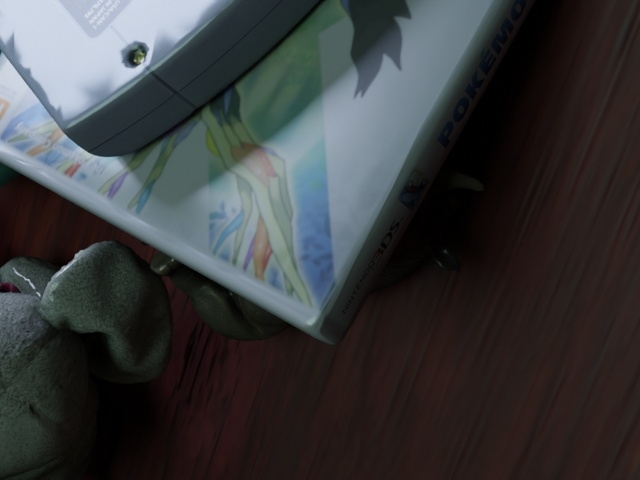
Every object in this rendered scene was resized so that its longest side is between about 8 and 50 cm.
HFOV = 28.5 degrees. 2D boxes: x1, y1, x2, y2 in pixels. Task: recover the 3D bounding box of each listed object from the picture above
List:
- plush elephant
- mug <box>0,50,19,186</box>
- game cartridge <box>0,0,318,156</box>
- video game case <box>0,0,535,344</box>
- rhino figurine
[{"bbox_3d":[-0.242,0.097,0.854,0.330,0.272,0.255,35,151,12],"label":"plush elephant"},{"bbox_3d":[-0.263,-0.090,0.954,0.158,0.097,0.129,24,64,39],"label":"mug"},{"bbox_3d":[-0.068,-0.196,0.742,0.297,0.062,0.198,-45,58,6],"label":"game cartridge"},{"bbox_3d":[-0.042,-0.135,0.753,0.329,0.036,0.300,26,84,35],"label":"video game case"},{"bbox_3d":[0.000,0.000,0.770,0.243,0.106,0.073,-21,40,37],"label":"rhino figurine"}]
